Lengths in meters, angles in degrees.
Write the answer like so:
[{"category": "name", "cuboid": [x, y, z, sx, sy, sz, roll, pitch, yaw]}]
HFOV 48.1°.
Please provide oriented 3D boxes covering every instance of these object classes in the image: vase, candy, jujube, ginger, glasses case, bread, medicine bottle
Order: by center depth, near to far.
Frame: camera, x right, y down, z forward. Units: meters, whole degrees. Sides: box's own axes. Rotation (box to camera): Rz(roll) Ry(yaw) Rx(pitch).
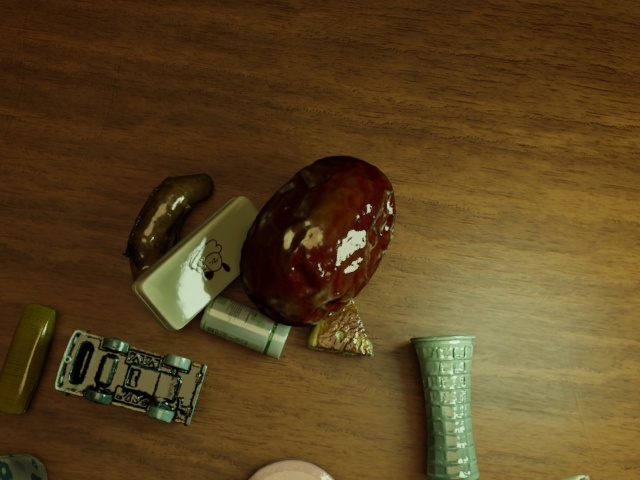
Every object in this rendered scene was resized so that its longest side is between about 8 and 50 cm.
[{"category": "candy", "cuboid": [-0.065, 0.576, 1.461, 0.255, 0.094, 0.255, 1, 77, -5]}, {"category": "jujube", "cuboid": [-0.001, 0.000, 1.510, 0.276, 0.276, 0.377, 33, 65, 4]}, {"category": "glasses case", "cuboid": [-0.620, 0.249, 1.514, 0.079, 0.064, 0.234, 13, 76, 1]}, {"category": "vase", "cuboid": [0.270, 0.353, 1.519, 0.143, 0.143, 0.298, -2, 79, -5]}, {"category": "glasses case", "cuboid": [-0.245, 0.044, 1.529, 0.313, 0.070, 0.131, -44, 109, -27]}, {"category": "medicine bottle", "cuboid": [-0.161, 0.186, 1.551, 0.183, 0.086, 0.086, 22, 76, 1]}, {"category": "bread", "cuboid": [0.033, 0.207, 1.576, 0.136, 0.054, 0.154, -21, 74, -10]}, {"category": "ginger", "cuboid": [-0.344, -0.028, 1.579, 0.133, 0.107, 0.309, 15, 74, 7]}]

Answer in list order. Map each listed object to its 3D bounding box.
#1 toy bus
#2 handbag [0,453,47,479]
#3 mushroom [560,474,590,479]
[{"category": "toy bus", "cuboid": [-0.383, 0.282, 1.473, 0.275, 0.167, 0.138, 16, 76, -5]}, {"category": "handbag", "cuboid": [-0.650, 0.518, 1.363, 0.193, 0.251, 0.190, -21, 72, 1]}, {"category": "mushroom", "cuboid": [0.493, 0.589, 1.494, 0.236, 0.173, 0.162, 57, 32, -27]}]
